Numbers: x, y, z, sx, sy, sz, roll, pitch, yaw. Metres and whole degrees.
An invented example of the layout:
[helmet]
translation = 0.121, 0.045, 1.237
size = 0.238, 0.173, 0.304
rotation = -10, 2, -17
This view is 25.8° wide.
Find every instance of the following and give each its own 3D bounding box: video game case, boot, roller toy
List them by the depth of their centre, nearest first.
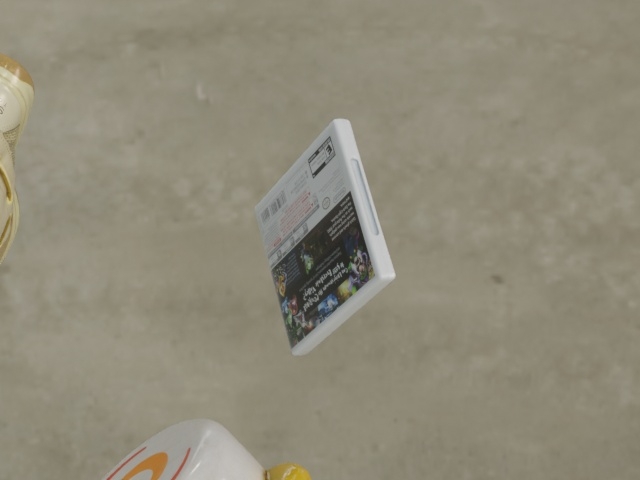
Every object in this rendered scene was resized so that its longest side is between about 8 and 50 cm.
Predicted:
[boot]
translation = -0.279, 0.014, 0.991
size = 0.095, 0.262, 0.203
rotation = 20, 50, -10
[roller toy]
translation = -0.117, 0.265, 1.221
size = 0.209, 0.146, 0.191
rotation = -49, 18, -25
[video game case]
translation = 0.000, 0.000, 1.393
size = 0.022, 0.190, 0.173
rotation = -1, 64, -31
